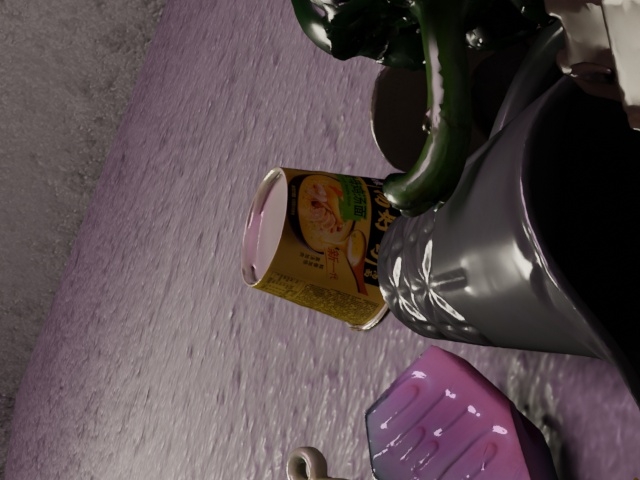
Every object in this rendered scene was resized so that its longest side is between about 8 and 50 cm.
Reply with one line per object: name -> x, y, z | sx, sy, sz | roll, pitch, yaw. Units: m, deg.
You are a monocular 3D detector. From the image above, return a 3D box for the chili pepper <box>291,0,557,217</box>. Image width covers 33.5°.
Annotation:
chili pepper -> 0.060, -0.151, 0.575 | 0.174, 0.165, 0.261 | 147, 108, -75

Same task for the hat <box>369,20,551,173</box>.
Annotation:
hat -> 0.109, -0.135, 0.743 | 0.166, 0.173, 0.144 | -53, 35, 42

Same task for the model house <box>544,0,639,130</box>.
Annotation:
model house -> 0.197, -0.088, 0.402 | 0.243, 0.204, 0.211 | 25, 139, 60

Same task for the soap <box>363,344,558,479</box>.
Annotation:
soap -> 0.088, 0.138, 0.675 | 0.100, 0.056, 0.149 | -43, 41, -2

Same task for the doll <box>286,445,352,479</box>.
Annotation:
doll -> 0.025, 0.265, 0.613 | 0.141, 0.117, 0.296 | -39, 68, 46

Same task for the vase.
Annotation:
vase -> 0.130, -0.011, 0.633 | 0.301, 0.156, 0.251 | 152, 127, -71

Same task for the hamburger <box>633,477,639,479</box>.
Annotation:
hamburger -> 0.138, 0.198, 0.509 | 0.189, 0.093, 0.164 | 6, 80, 68

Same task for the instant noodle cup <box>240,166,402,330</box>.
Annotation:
instant noodle cup -> 0.000, 0.000, 0.990 | 0.151, 0.122, 0.151 | -166, 90, -72
